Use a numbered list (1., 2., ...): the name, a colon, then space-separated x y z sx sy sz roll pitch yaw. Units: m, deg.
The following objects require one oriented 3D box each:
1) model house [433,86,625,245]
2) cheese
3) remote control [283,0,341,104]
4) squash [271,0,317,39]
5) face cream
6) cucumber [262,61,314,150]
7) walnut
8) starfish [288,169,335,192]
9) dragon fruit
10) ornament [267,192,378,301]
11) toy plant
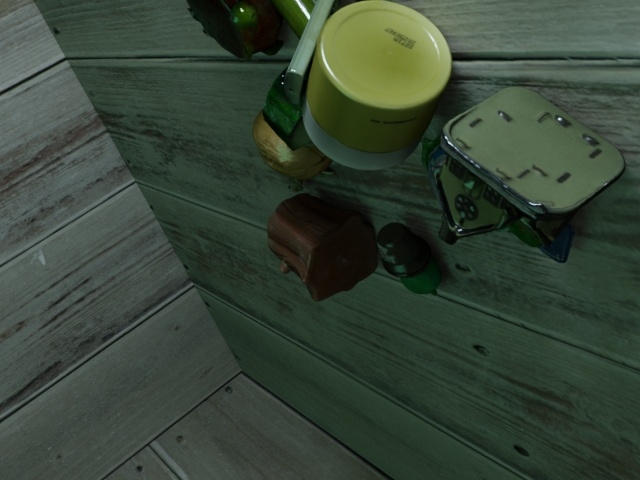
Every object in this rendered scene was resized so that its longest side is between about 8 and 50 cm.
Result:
1. model house: 0.285 -0.048 1.149 0.218 0.205 0.278 43 150 27
2. cheese: 0.289 -0.074 1.292 0.320 0.083 0.204 41 154 31
3. remote control: -0.010 -0.350 1.316 0.038 0.233 0.098 20 158 3
4. squash: -0.037 -0.431 1.430 0.318 0.071 0.080 57 177 8
5. face cream: 0.088 -0.253 1.253 0.218 0.218 0.179 48 156 14
6. cucumber: -0.008 -0.270 1.485 0.130 0.191 0.191 43 155 25
7. walnut: -0.057 -0.219 1.676 0.197 0.165 0.165 44 156 31
8. starfish: -0.069 -0.214 1.864 0.277 0.062 0.235 30 143 53
9. dragon fruit: -0.183 -0.486 1.552 0.295 0.130 0.268 37 159 48
10. ornament: 0.000 0.000 1.851 0.217 0.221 0.235 36 112 45
11. toy plant: 0.191 0.046 1.646 0.143 0.105 0.200 38 166 52
